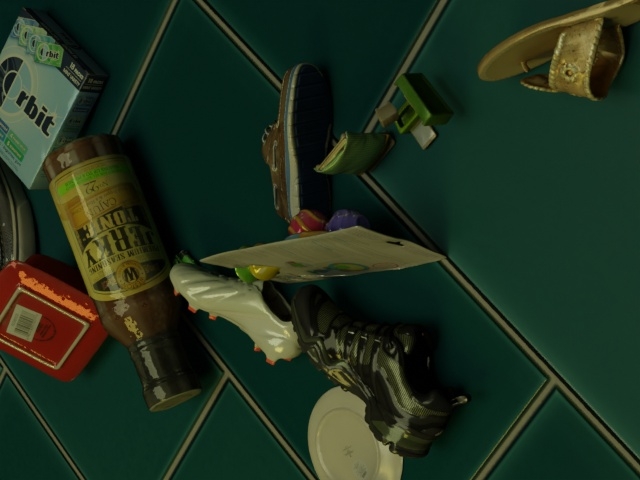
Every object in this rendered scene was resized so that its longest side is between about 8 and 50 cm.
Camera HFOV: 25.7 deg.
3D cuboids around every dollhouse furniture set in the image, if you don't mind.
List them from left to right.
[{"bbox_3d":[0.070,-0.100,1.433,0.151,0.076,0.058,-49,63,35],"label":"dollhouse furniture set"}]

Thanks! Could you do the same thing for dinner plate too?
[{"bbox_3d":[0.033,0.232,1.558,0.141,0.017,0.141,9,104,41],"label":"dinner plate"}]

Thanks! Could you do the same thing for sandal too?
[{"bbox_3d":[0.245,-0.166,1.251,0.240,0.088,0.079,-27,72,37],"label":"sandal"}]

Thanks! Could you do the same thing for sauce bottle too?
[{"bbox_3d":[-0.235,0.038,1.719,0.111,0.111,0.344,-35,74,41],"label":"sauce bottle"}]

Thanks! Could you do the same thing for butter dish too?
[{"bbox_3d":[-0.353,0.080,1.838,0.160,0.118,0.160,29,127,-13],"label":"butter dish"}]

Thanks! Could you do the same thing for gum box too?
[{"bbox_3d":[-0.373,-0.186,1.843,0.157,0.041,0.184,44,117,28],"label":"gum box"}]

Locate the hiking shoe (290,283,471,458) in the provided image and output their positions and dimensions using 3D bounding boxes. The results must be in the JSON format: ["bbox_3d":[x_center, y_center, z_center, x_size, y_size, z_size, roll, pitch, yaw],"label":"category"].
[{"bbox_3d":[0.065,0.116,1.479,0.227,0.086,0.114,48,112,20],"label":"hiking shoe"}]

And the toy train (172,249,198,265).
[{"bbox_3d":[-0.151,0.043,1.702,0.083,0.017,0.023,47,115,28],"label":"toy train"}]

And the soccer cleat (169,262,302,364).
[{"bbox_3d":[-0.091,0.067,1.617,0.196,0.068,0.076,33,115,26],"label":"soccer cleat"}]

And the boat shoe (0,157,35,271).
[{"bbox_3d":[-0.513,-0.088,1.924,0.127,0.158,0.340,-28,76,42],"label":"boat shoe"}]

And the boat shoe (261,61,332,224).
[{"bbox_3d":[-0.032,-0.104,1.535,0.066,0.066,0.183,10,103,43],"label":"boat shoe"}]

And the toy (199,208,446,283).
[{"bbox_3d":[0.000,0.000,1.484,0.237,0.137,0.056,-15,67,42],"label":"toy"}]
